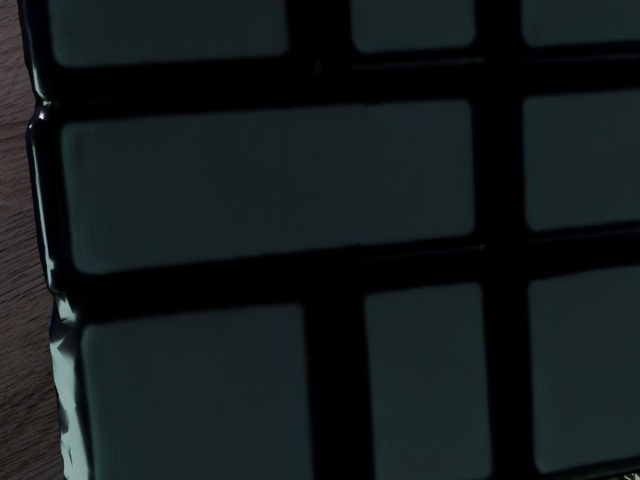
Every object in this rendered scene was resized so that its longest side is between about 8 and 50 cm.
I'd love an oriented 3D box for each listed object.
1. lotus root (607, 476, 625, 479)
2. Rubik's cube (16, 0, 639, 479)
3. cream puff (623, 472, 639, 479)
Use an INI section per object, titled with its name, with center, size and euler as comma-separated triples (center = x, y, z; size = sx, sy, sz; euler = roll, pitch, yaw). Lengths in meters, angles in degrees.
[lotus root]
center = 0.186, 0.116, 0.636
size = 0.089, 0.081, 0.179
euler = 5, -125, -54
[Rubik's cube]
center = 0.002, -0.043, 0.465
size = 0.288, 0.294, 0.283
euler = -160, 63, -72
[cream puff]
center = 0.213, 0.115, 0.474
size = 0.133, 0.104, 0.119
euler = 57, 159, 34
